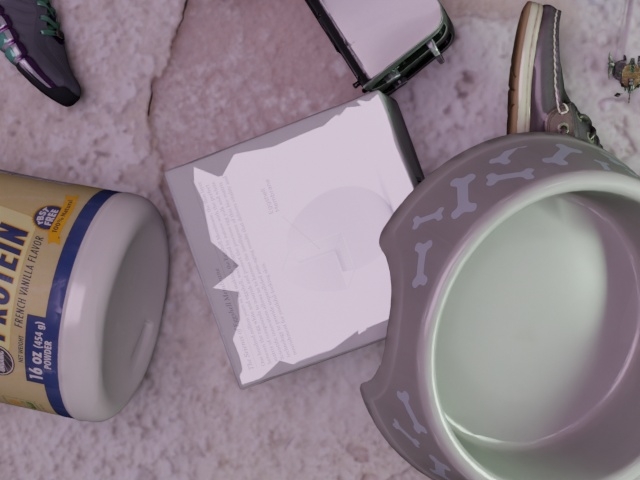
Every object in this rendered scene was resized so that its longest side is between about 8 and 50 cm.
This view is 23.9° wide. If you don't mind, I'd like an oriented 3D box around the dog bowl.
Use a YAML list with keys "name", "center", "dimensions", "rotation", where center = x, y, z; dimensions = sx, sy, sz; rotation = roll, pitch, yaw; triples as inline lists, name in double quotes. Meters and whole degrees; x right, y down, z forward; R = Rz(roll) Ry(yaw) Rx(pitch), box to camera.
- name: "dog bowl"
  center: [0.207, 0.081, 1.365]
  dimensions: [0.349, 0.102, 0.348]
  rotation: [-5, 103, -22]

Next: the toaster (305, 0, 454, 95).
- name: "toaster"
  center: [0.044, -0.236, 1.449]
  dimensions: [0.110, 0.168, 0.185]
  rotation: [-33, 86, 8]

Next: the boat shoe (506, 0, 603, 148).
- name: "boat shoe"
  center: [0.225, -0.085, 1.451]
  dimensions: [0.092, 0.103, 0.285]
  rotation: [1, 95, 6]

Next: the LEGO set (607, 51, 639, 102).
- name: "LEGO set"
  center: [0.310, -0.153, 1.472]
  dimensions: [0.054, 0.023, 0.083]
  rotation: [-28, 99, 13]

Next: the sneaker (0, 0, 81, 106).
- name: "sneaker"
  center: [-0.302, -0.245, 1.563]
  dimensions: [0.098, 0.083, 0.223]
  rotation: [-40, 83, 5]

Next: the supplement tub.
- name: "supplement tub"
  center: [-0.331, 0.041, 1.497]
  dimensions: [0.316, 0.228, 0.228]
  rotation: [10, 93, 11]

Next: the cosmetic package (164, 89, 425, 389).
- name: "cosmetic package"
  center: [0.000, 0.000, 1.474]
  dimensions: [0.225, 0.138, 0.224]
  rotation: [-20, 87, 9]
